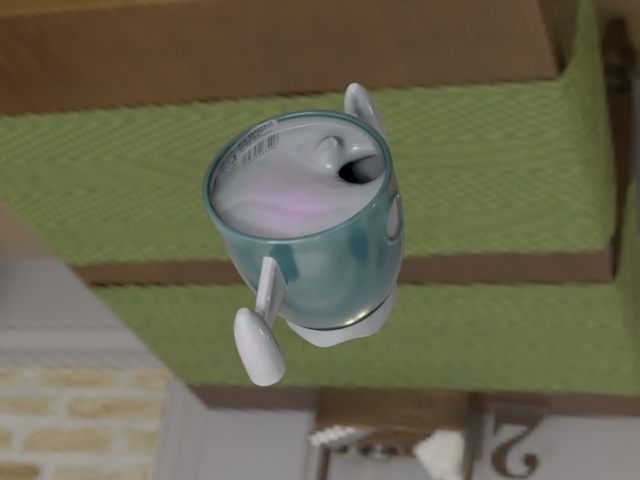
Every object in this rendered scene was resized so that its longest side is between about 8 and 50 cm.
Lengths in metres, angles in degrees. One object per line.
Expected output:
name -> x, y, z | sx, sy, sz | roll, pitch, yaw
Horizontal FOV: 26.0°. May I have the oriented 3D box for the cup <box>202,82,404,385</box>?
cup -> 0.000, 0.000, 1.215 | 0.167, 0.300, 0.173 | 6, 140, 25
